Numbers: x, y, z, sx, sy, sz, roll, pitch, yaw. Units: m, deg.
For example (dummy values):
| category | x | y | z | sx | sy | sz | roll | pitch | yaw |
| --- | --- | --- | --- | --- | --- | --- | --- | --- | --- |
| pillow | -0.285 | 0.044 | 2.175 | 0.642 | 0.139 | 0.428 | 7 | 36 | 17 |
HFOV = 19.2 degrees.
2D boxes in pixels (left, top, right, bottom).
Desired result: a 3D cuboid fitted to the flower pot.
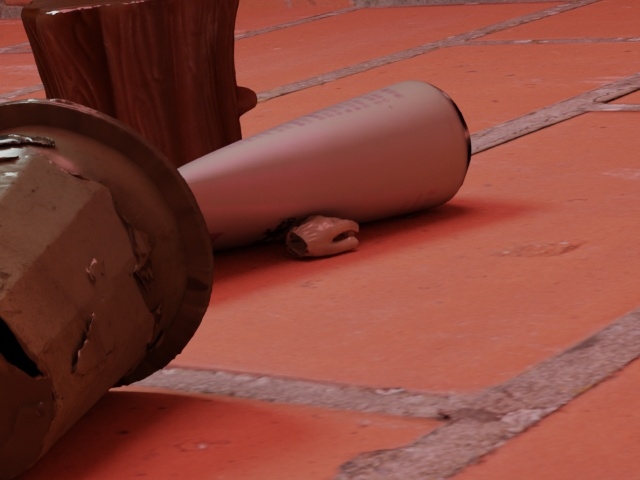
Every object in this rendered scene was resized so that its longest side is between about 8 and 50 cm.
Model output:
| category | x | y | z | sx | sy | sz | roll | pitch | yaw |
| --- | --- | --- | --- | --- | --- | --- | --- | --- | --- |
| flower pot | -0.190 | 0.042 | 1.162 | 0.212 | 0.212 | 0.202 | -3 | 23 | 15 |

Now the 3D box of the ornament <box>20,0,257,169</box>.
| category | x | y | z | sx | sy | sz | roll | pitch | yaw |
| --- | --- | --- | --- | --- | --- | --- | --- | --- | --- |
| ornament | -0.183 | -0.139 | 1.868 | 0.221 | 0.218 | 0.235 | 5 | 17 | 42 |

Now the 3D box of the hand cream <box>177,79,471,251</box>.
| category | x | y | z | sx | sy | sz | roll | pitch | yaw |
| --- | --- | --- | --- | --- | --- | --- | --- | --- | --- |
| hand cream | -0.035 | -0.048 | 1.646 | 0.358 | 0.118 | 0.185 | -18 | -8 | -30 |

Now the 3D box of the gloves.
| category | x | y | z | sx | sy | sz | roll | pitch | yaw |
| --- | --- | --- | --- | --- | --- | --- | --- | --- | --- |
| gloves | 0.001 | -0.002 | 1.602 | 0.081 | 0.037 | 0.044 | -13 | 49 | -48 |
